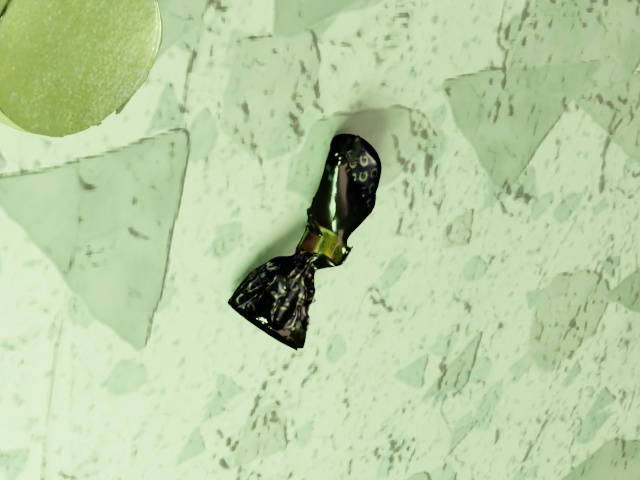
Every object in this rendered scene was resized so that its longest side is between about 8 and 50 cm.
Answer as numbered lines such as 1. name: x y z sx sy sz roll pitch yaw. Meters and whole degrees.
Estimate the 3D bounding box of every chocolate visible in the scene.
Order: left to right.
1. chocolate: 0.000 0.001 1.228 0.147 0.070 0.072 -54 167 0

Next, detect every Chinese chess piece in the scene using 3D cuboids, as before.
1. Chinese chess piece: -0.148 -0.118 1.015 0.122 0.051 0.122 -26 134 -31
